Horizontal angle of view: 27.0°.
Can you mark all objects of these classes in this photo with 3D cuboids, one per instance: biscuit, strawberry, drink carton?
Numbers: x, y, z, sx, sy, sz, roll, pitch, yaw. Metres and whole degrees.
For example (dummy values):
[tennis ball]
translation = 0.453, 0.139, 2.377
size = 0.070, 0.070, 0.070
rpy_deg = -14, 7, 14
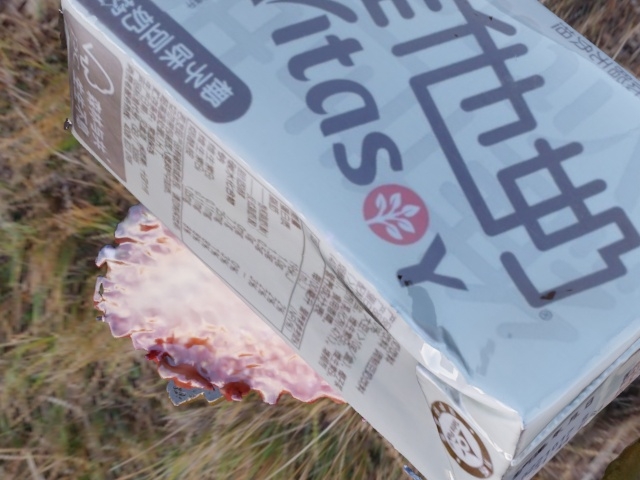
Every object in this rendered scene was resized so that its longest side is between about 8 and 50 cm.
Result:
[biscuit]
translation = -0.107, 0.134, 1.433
size = 0.130, 0.019, 0.119
rpy_deg = 10, 57, 12
[strawberry]
translation = 0.000, 0.000, 0.938
size = 0.306, 0.137, 0.233
rpy_deg = 6, 115, 12
[drink carton]
translation = 0.037, -0.045, 0.688
size = 0.194, 0.132, 0.324
rpy_deg = -38, 69, -25

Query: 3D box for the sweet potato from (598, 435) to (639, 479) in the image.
[sweet potato]
translation = 0.125, 0.188, 0.702
size = 0.067, 0.067, 0.274
rpy_deg = 39, 68, 6
